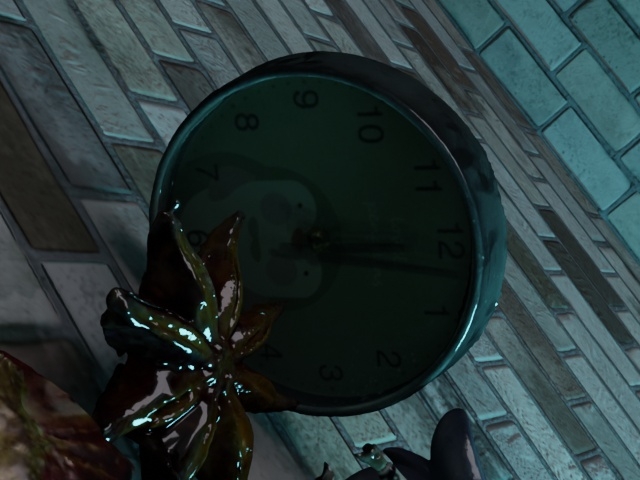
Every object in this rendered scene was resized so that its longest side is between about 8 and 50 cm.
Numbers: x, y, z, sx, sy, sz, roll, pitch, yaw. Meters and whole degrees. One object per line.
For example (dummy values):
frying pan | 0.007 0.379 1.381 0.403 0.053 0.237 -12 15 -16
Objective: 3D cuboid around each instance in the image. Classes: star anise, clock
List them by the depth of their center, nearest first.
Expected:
star anise | -0.111 0.099 0.971 0.272 0.102 0.272 12 76 -62
clock | 0.000 -0.001 1.069 0.319 0.319 0.066 49 26 3

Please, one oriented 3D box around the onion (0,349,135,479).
onion | -0.232 0.145 0.561 0.206 0.216 0.207 39 31 -11

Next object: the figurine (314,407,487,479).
figurine | 0.105 0.272 1.010 0.265 0.175 0.197 59 19 7
